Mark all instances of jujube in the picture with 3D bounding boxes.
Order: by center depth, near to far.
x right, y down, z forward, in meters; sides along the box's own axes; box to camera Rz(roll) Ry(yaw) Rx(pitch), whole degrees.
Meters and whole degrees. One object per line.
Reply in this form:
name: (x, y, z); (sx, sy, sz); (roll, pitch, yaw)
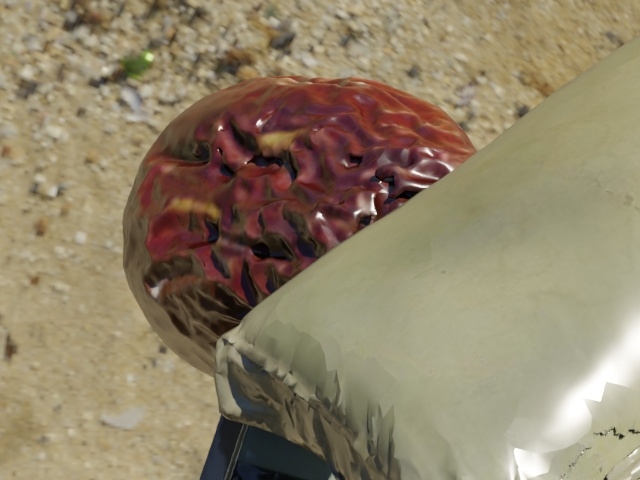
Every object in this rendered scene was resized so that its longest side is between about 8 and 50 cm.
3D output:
jujube: (0.000, 0.000, 0.650); (0.236, 0.168, 0.168); (11, 86, 69)

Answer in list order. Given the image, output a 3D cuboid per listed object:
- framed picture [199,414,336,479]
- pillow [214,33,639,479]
framed picture: (0.011, 0.219, 0.657); (0.209, 0.019, 0.281); (12, 66, 10)
pillow: (0.078, 0.003, 0.362); (0.208, 0.053, 0.119); (-35, 46, -14)
